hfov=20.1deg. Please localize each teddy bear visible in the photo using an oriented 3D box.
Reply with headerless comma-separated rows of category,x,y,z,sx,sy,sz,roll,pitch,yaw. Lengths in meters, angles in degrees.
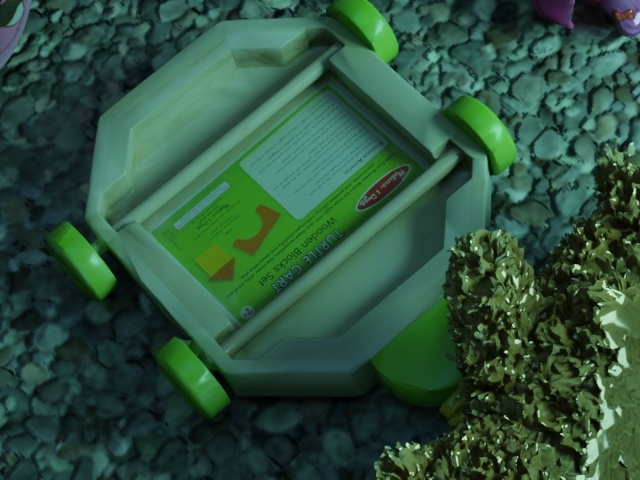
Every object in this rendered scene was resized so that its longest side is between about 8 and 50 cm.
teddy bear,0.156,0.093,1.028,0.245,0.113,0.338,32,61,-21

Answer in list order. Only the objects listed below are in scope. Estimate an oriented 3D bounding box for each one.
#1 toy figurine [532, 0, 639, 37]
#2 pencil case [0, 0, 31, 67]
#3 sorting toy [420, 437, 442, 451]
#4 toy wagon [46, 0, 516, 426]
toy figurine,0.213,-0.202,1.221,0.173,0.130,0.159,42,90,2
pencil case,-0.382,-0.250,1.315,0.386,0.160,0.167,38,77,26
sorting toy,0.092,0.144,1.088,0.083,0.045,0.075,-19,41,1
toy wagon,0.000,0.000,1.162,0.267,0.068,0.344,-40,63,-10
